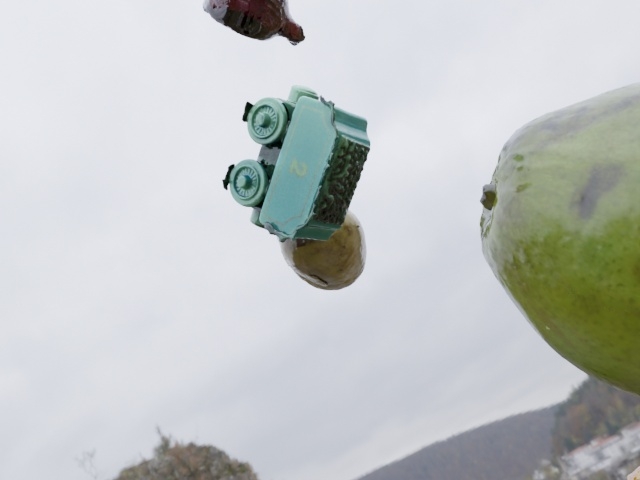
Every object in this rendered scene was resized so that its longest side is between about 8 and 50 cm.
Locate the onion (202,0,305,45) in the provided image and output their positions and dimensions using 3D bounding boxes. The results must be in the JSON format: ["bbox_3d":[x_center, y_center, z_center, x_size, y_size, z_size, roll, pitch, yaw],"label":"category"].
[{"bbox_3d":[-0.116,-0.467,1.355,0.218,0.195,0.140,22,-76,-20],"label":"onion"}]

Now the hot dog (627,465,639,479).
[{"bbox_3d":[0.428,0.308,0.703,0.092,0.235,0.062,-8,-67,-28],"label":"hot dog"}]

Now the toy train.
[{"bbox_3d":[-0.027,-0.101,0.921,0.112,0.163,0.203,1,-69,-55],"label":"toy train"}]

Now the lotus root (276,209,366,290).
[{"bbox_3d":[0.000,0.000,1.210,0.160,0.146,0.284,13,-13,17],"label":"lotus root"}]

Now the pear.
[{"bbox_3d":[0.234,0.002,0.431,0.269,0.212,0.212,10,-29,2],"label":"pear"}]
